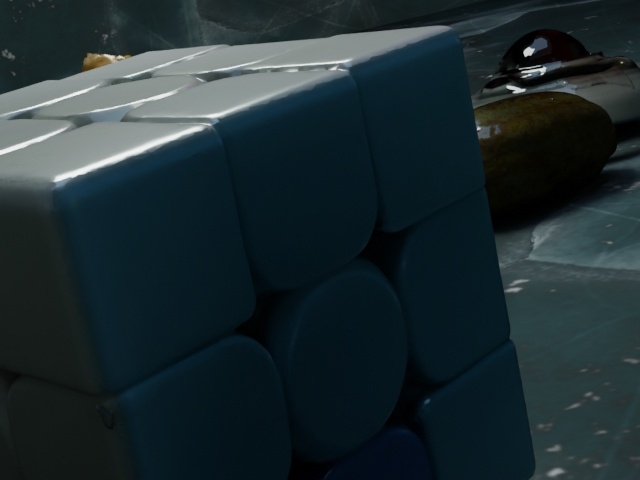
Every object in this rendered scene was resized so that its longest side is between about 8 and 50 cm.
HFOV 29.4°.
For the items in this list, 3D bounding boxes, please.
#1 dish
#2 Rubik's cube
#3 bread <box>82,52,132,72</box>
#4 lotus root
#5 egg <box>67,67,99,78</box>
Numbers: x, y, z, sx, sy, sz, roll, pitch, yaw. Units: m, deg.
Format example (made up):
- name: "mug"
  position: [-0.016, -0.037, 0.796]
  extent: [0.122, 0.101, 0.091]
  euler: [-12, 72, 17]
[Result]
- name: "dish"
  position: [0.290, -0.202, 1.549]
  extent: [0.273, 0.133, 0.273]
  euler: [-12, 7, 1]
- name: "Rubik's cube"
  position: [-0.087, 0.054, 0.714]
  extent: [0.291, 0.291, 0.290]
  euler: [4, 22, 44]
- name: "bread"
  position: [-0.179, -0.142, 1.673]
  extent: [0.340, 0.179, 0.194]
  euler: [7, -1, -30]
- name: "lotus root"
  position: [0.221, -0.100, 1.336]
  extent: [0.241, 0.123, 0.124]
  euler: [-21, 24, -31]
- name: "egg"
  position: [-0.207, -0.050, 1.263]
  extent: [0.250, 0.250, 0.322]
  euler: [-12, 20, 3]
